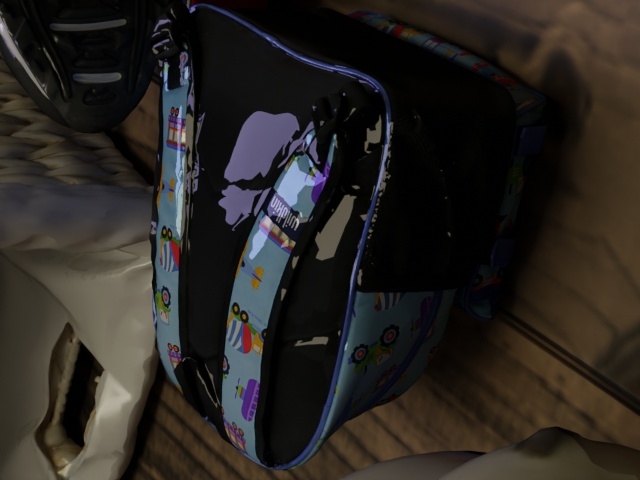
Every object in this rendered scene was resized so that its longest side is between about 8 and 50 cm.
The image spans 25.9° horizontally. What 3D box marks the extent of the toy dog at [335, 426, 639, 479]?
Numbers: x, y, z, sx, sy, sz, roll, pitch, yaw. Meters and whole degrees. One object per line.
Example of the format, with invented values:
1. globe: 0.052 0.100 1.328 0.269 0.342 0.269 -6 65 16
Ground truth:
1. toy dog: 0.106 0.238 0.380 0.395 0.284 0.408 105 144 -53

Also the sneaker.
1. sneaker: -0.161 -0.154 0.809 0.271 0.100 0.108 62 147 37

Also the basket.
1. basket: -0.304 0.057 0.819 0.266 0.331 0.328 48 129 42

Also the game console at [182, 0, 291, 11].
1. game console: -0.063 -0.093 0.680 0.124 0.085 0.144 25 113 49

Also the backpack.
1. backpack: 0.000 0.000 0.579 0.158 0.116 0.173 31 117 47
